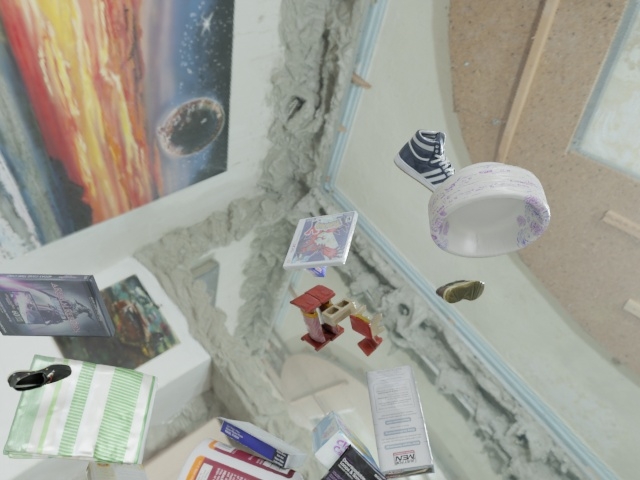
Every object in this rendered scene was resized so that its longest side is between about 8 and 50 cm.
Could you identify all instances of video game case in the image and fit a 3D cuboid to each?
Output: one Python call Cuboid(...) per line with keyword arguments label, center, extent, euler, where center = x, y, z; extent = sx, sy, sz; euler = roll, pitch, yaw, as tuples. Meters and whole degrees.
Cuboid(label="video game case", center=(-0.647, 0.155, 1.140), extent=(0.026, 0.274, 0.196), euler=(-88, 178, -51))
Cuboid(label="video game case", center=(0.000, 0.000, 1.411), extent=(0.201, 0.183, 0.023), euler=(-7, -41, 31))

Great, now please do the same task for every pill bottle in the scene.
Cuboid(label="pill bottle", center=(-0.178, 0.706, 1.299), extent=(0.392, 0.224, 0.224), euler=(16, -46, 12))

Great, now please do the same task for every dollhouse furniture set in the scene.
Cuboid(label="dollhouse furniture set", center=(0.066, 0.327, 1.801), extent=(0.374, 0.152, 0.201), euler=(20, -47, 50))

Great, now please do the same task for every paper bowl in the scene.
Cuboid(label="paper bowl", center=(0.417, -0.085, 1.231), extent=(0.284, 0.284, 0.148), euler=(116, -21, -54))

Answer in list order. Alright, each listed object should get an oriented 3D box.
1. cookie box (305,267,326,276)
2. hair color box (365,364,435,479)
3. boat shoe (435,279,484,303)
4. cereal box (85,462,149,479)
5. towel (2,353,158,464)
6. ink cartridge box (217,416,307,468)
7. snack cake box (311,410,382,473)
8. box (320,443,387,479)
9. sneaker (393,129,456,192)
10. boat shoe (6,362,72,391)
Cuboid(label="cookie box", center=(-0.014, 0.050, 1.525), extent=(0.040, 0.107, 0.092), euler=(0, -25, 32))
Cuboid(label="hair color box", center=(0.291, 0.669, 1.804), extent=(0.114, 0.185, 0.374), euler=(71, 10, -47))
Cuboid(label="boat shoe", center=(0.503, 0.175, 1.740), extent=(0.073, 0.223, 0.080), euler=(27, -65, 47))
Cuboid(label="cereal box", center=(-0.620, 0.747, 1.494), extent=(0.240, 0.173, 0.047), euler=(-1, -110, 61))
Cuboid(label="towel", center=(-0.611, 0.448, 1.270), extent=(0.038, 0.324, 0.248), euler=(137, -37, -55))
Cuboid(label="ink cartridge box", center=(-0.168, 0.572, 1.367), extent=(0.223, 0.045, 0.224), euler=(18, -18, 24))
Cuboid(label="snack cake box", center=(0.060, 0.552, 1.267), extent=(0.152, 0.089, 0.264), euler=(47, -8, 5))
Cuboid(label="box", center=(0.060, 0.571, 1.109), extent=(0.116, 0.162, 0.029), euler=(41, -11, 8))
Cuboid(label="sneaker", center=(0.382, -0.231, 1.502), extent=(0.282, 0.099, 0.153), euler=(32, -51, 0))
Cuboid(label="boat shoe", center=(-0.626, 0.310, 1.090), extent=(0.042, 0.133, 0.049), euler=(23, -79, 37))
